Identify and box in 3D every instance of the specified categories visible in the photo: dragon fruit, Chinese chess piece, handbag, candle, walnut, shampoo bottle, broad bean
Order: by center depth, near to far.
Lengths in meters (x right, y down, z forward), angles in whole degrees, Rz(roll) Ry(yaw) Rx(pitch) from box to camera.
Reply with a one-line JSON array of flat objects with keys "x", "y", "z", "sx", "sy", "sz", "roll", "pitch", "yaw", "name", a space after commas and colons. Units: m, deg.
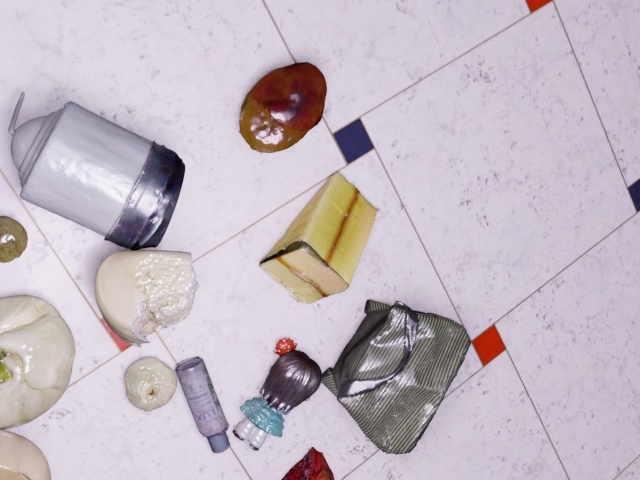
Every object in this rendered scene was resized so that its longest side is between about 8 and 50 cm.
[{"x": -0.637, "y": 0.469, "z": 1.310, "sx": 0.250, "sy": 0.103, "sz": 0.249, "roll": -8, "pitch": 123, "yaw": -12, "name": "Chinese chess piece"}, {"x": -0.440, "y": -0.131, "z": 1.334, "sx": 0.343, "sy": 0.221, "sz": 0.221, "roll": 25, "pitch": 84, "yaw": -20, "name": "candle"}, {"x": -0.609, "y": -0.003, "z": 1.346, "sx": 0.092, "sy": 0.092, "sz": 0.092, "roll": -2, "pitch": 95, "yaw": -23, "name": "walnut"}, {"x": -0.079, "y": -0.291, "z": 1.527, "sx": 0.228, "sy": 0.122, "sz": 0.156, "roll": -46, "pitch": 112, "yaw": -17, "name": "broad bean"}, {"x": -0.252, "y": 0.363, "z": 1.534, "sx": 0.072, "sy": 0.072, "sz": 0.214, "roll": -23, "pitch": 103, "yaw": -20, "name": "shampoo bottle"}, {"x": -0.035, "y": 0.670, "z": 1.608, "sx": 0.317, "sy": 0.152, "sz": 0.205, "roll": -48, "pitch": 111, "yaw": -13, "name": "dragon fruit"}, {"x": 0.168, "y": 0.299, "z": 1.627, "sx": 0.240, "sy": 0.247, "sz": 0.340, "roll": 34, "pitch": 83, "yaw": -10, "name": "handbag"}]

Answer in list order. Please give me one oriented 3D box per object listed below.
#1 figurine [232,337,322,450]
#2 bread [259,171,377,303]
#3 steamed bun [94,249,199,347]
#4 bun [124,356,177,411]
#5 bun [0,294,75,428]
[{"x": -0.102, "y": 0.351, "z": 1.581, "sx": 0.138, "sy": 0.110, "sz": 0.245, "roll": 38, "pitch": 86, "yaw": -3, "name": "figurine"}, {"x": 0.002, "y": -0.003, "z": 1.630, "sx": 0.168, "sy": 0.163, "sz": 0.264, "roll": 44, "pitch": 46, "yaw": -19, "name": "bread"}, {"x": -0.342, "y": 0.129, "z": 1.395, "sx": 0.200, "sy": 0.225, "sz": 0.170, "roll": -2, "pitch": 68, "yaw": -11, "name": "steamed bun"}, {"x": -0.360, "y": 0.305, "z": 1.483, "sx": 0.115, "sy": 0.069, "sz": 0.115, "roll": -1, "pitch": 93, "yaw": -24, "name": "bun"}, {"x": -0.593, "y": 0.240, "z": 1.331, "sx": 0.259, "sy": 0.160, "sz": 0.259, "roll": -3, "pitch": 97, "yaw": -26, "name": "bun"}]
